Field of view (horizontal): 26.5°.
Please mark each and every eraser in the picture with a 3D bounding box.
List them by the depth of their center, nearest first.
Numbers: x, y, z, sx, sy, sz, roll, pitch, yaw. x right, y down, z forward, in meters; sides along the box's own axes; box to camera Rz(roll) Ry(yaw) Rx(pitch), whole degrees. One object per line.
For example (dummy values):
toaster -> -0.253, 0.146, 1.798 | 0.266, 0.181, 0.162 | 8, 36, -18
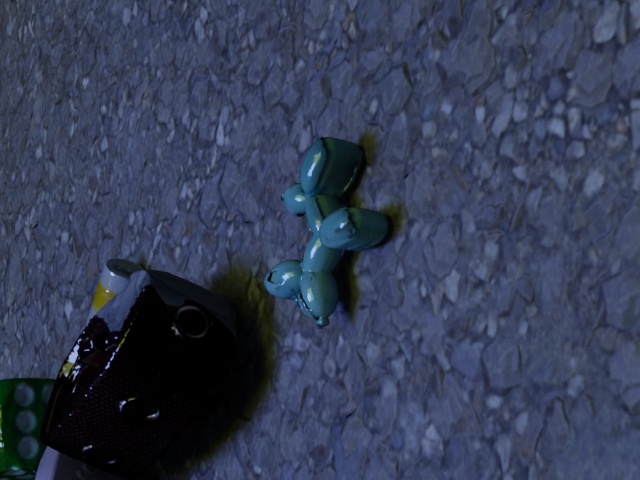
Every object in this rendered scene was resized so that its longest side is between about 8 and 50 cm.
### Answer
eraser -> -0.262, 0.292, 1.609 | 0.059, 0.204, 0.243 | -28, 39, 13

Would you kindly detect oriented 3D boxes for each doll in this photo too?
doll -> 0.000, 0.000, 1.319 | 0.158, 0.059, 0.159 | -46, 49, 42

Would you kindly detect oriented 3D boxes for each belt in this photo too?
belt -> -0.191, 0.153, 1.512 | 0.289, 0.164, 0.184 | -44, 24, 48

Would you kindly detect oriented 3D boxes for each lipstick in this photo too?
lipstick -> -0.284, 0.151, 1.744 | 0.059, 0.059, 0.264 | 47, 123, 51

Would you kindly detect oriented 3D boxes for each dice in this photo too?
dice -> -0.400, 0.259, 1.842 | 0.120, 0.131, 0.128 | -29, 59, 50
